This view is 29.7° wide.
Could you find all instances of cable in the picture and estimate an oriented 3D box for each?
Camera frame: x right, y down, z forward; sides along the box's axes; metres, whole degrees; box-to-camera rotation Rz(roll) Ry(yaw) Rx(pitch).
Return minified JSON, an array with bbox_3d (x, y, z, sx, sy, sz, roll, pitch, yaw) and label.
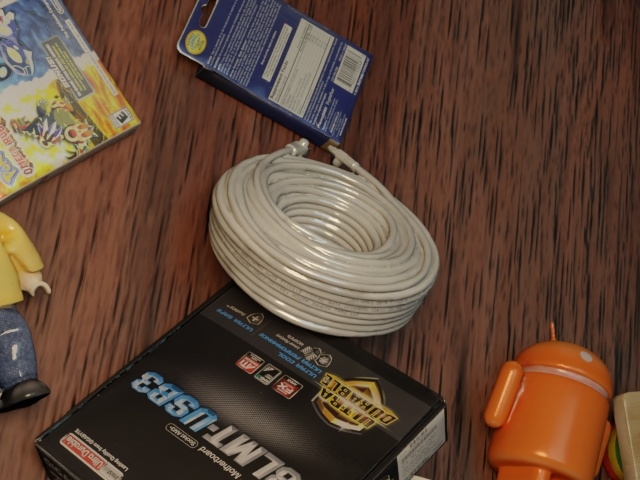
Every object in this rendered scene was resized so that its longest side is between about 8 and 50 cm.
[{"bbox_3d":[0.000,0.000,1.297,0.257,0.089,0.257,40,32,26],"label":"cable"}]

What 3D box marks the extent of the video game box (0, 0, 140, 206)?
[{"bbox_3d":[-0.323,-0.163,1.282,0.187,0.048,0.205,-35,92,-27],"label":"video game box"}]

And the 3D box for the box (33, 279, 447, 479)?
[{"bbox_3d":[-0.076,0.198,1.190,0.295,0.073,0.293,30,54,33],"label":"box"}]

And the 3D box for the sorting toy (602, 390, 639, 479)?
[{"bbox_3d":[0.473,0.318,1.516,0.257,0.089,0.256,1,75,-26],"label":"sorting toy"}]

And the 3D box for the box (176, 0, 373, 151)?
[{"bbox_3d":[-0.056,-0.218,1.435,0.225,0.036,0.136,29,64,-18],"label":"box"}]

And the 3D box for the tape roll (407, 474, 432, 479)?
[{"bbox_3d":[0.107,0.363,1.232,0.246,0.246,0.169,32,64,-15],"label":"tape roll"}]

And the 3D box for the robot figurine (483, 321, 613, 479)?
[{"bbox_3d":[0.271,0.212,1.424,0.158,0.128,0.220,17,66,7],"label":"robot figurine"}]

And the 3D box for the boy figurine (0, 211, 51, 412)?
[{"bbox_3d":[-0.360,0.034,1.181,0.177,0.092,0.285,-16,82,-29],"label":"boy figurine"}]
